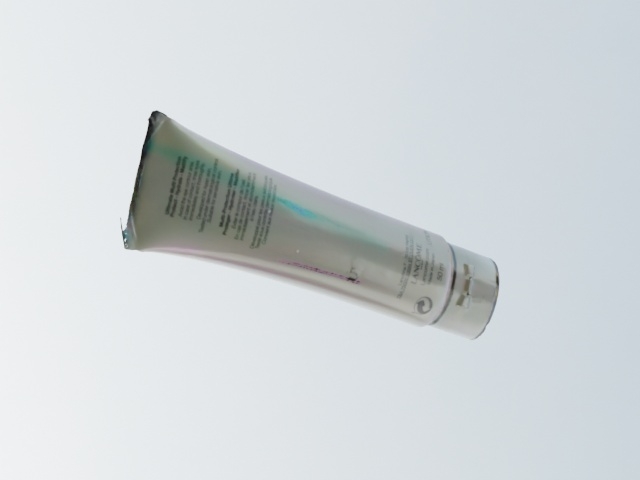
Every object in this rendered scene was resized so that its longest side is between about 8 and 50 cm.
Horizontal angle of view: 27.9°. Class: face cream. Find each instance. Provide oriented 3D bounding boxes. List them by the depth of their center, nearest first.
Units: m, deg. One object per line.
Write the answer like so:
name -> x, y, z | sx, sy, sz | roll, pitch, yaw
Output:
face cream -> 0.000, 0.000, 0.353 | 0.020, 0.115, 0.038 | -15, -120, 57
